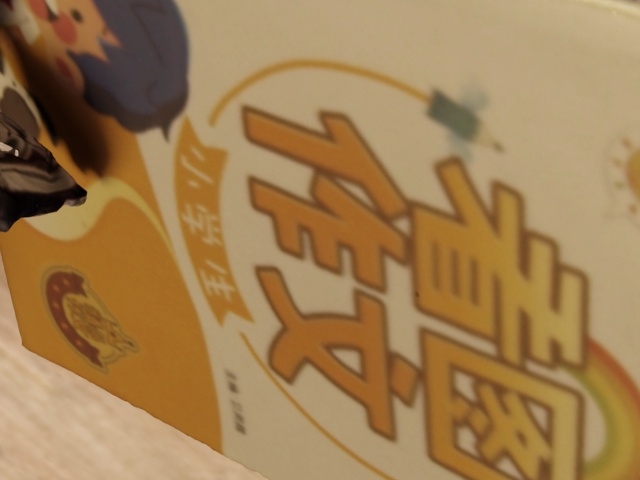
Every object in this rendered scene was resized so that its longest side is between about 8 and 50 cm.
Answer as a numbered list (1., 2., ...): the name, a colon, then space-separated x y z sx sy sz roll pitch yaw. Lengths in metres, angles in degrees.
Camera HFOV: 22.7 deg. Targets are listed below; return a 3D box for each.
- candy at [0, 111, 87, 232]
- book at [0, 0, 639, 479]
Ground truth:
1. candy: -0.143 -0.092 0.437 0.051 0.094 0.226 -30 102 35
2. book: 0.000 0.000 0.445 0.295 0.020 0.207 22 135 34
